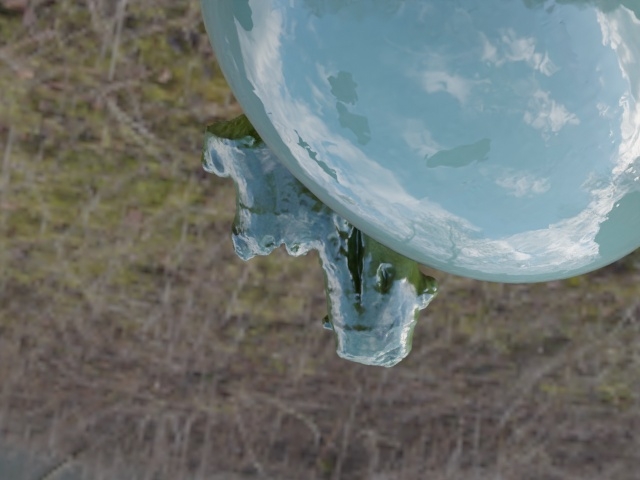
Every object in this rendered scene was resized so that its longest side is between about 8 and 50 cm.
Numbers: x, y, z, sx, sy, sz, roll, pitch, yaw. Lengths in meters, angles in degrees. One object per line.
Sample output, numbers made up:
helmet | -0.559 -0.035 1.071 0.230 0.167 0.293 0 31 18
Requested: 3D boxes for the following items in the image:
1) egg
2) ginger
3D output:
egg | 0.053 -0.079 0.448 0.168 0.168 0.231 -5 144 34
ginger | -0.002 -0.005 1.229 0.290 0.137 0.089 45 -175 -15
